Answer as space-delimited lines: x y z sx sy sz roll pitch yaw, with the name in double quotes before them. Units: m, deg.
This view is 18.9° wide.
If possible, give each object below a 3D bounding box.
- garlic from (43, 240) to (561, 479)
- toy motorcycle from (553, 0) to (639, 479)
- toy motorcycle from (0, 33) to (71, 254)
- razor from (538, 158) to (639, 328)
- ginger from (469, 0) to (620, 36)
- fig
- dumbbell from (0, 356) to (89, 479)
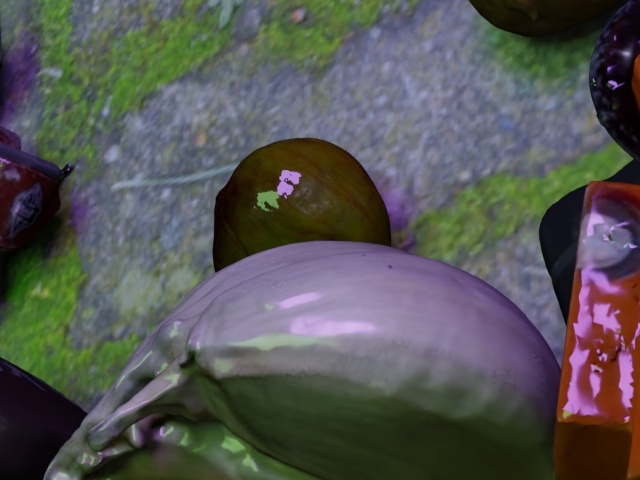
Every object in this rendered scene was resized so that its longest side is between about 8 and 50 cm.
"garlic" -0.002 0.078 0.729 0.229 0.178 0.142 -52 15 41
"toy motorcycle" 0.183 0.031 0.590 0.221 0.147 0.325 6 56 9
"toy motorcycle" -0.198 -0.056 1.042 0.122 0.082 0.213 -29 52 29
"razor" 0.137 0.036 0.707 0.090 0.054 0.148 -31 51 27
"ginger" 0.166 -0.209 0.786 0.309 0.107 0.133 -49 21 12
"fig" 0.000 0.000 0.845 0.098 0.082 0.084 21 87 17
"dumbbell" -0.197 0.157 0.885 0.124 0.140 0.225 28 88 37
